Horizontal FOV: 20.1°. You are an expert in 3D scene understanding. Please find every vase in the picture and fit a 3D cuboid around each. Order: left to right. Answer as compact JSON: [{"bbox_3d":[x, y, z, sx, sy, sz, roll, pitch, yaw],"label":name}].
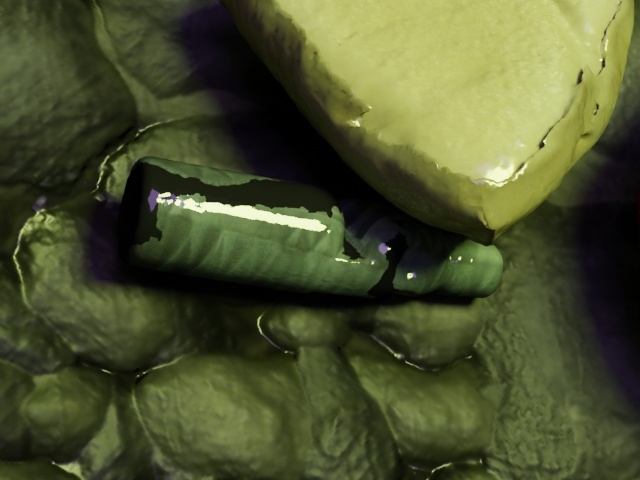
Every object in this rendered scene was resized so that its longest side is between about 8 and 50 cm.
[{"bbox_3d":[0.000,0.000,0.964,0.211,0.060,0.060,9,59,-18],"label":"vase"}]

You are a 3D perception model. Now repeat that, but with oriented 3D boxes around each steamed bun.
[{"bbox_3d":[0.083,-0.091,1.008,0.212,0.110,0.231,-22,55,-25],"label":"steamed bun"}]

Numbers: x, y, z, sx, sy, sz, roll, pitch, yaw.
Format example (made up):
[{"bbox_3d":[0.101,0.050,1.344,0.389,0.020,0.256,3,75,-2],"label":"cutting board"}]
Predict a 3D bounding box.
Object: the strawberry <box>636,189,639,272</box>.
[{"bbox_3d":[0.310,-0.030,0.965,0.250,0.238,0.288,26,81,-13],"label":"strawberry"}]
